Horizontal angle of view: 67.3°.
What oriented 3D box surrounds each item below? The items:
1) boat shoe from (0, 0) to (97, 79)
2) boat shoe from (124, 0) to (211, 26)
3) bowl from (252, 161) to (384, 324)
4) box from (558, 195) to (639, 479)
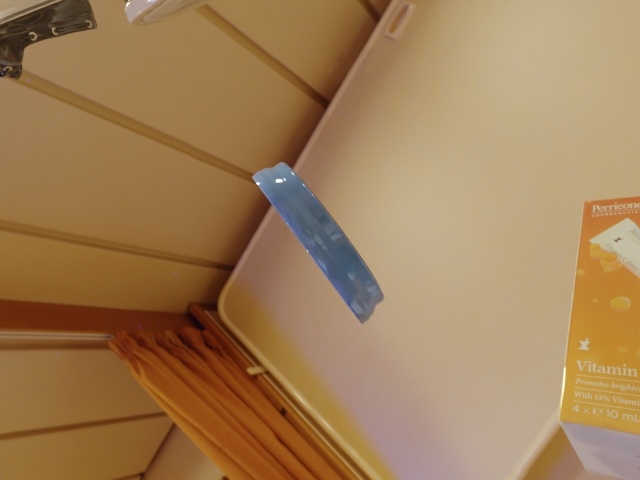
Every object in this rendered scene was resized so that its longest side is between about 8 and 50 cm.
[{"bbox_3d":[-0.336,-0.207,0.503,0.228,0.080,0.076,-50,-44,-34],"label":"boat shoe"},{"bbox_3d":[-0.023,-0.264,0.316,0.324,0.116,0.096,-26,-68,20],"label":"boat shoe"},{"bbox_3d":[0.000,0.000,1.027,0.077,0.391,0.391,-37,-35,-2],"label":"bowl"},{"bbox_3d":[0.452,0.118,0.610,0.168,0.215,0.345,50,-130,-35],"label":"box"}]
